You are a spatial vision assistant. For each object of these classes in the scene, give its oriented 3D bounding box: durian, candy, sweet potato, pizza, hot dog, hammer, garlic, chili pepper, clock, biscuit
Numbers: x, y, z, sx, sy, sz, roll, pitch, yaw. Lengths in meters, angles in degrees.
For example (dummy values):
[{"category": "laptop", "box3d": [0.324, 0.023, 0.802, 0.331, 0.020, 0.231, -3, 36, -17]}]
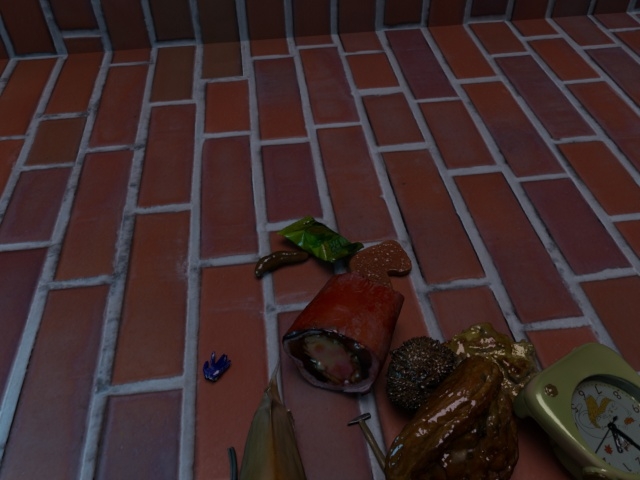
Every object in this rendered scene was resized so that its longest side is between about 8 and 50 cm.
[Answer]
[{"category": "durian", "box3d": [0.239, 0.321, 1.407, 0.167, 0.196, 0.196, 9, 45, 7]}, {"category": "candy", "box3d": [0.000, 0.000, 1.832, 0.246, 0.069, 0.149, 33, 42, 31]}, {"category": "sweet potato", "box3d": [-0.121, 0.057, 1.800, 0.182, 0.053, 0.054, -17, 7, -19]}, {"category": "pizza", "box3d": [0.443, 0.305, 1.504, 0.323, 0.089, 0.223, 28, 54, 26]}, {"category": "hot dog", "box3d": [0.297, 0.421, 1.267, 0.387, 0.267, 0.174, -38, 21, -35]}, {"category": "hammer", "box3d": [0.128, 0.490, 1.368, 0.062, 0.013, 0.199, -17, 45, -15]}, {"category": "garlic", "box3d": [-0.092, 0.454, 1.292, 0.151, 0.196, 0.338, 9, 35, -8]}, {"category": "chili pepper", "box3d": [0.073, 0.205, 1.513, 0.251, 0.229, 0.305, -12, 34, 39]}, {"category": "clock", "box3d": [0.635, 0.419, 1.319, 0.286, 0.117, 0.348, -21, 60, -27]}, {"category": "biscuit", "box3d": [0.188, 0.089, 1.767, 0.192, 0.036, 0.186, -21, 50, -20]}]

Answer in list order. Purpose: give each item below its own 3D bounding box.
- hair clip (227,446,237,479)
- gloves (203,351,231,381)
[{"category": "hair clip", "box3d": [-0.205, 0.560, 1.295, 0.070, 0.039, 0.229, 4, 39, 5]}, {"category": "gloves", "box3d": [-0.274, 0.325, 1.541, 0.064, 0.026, 0.086, 18, 47, 22]}]
